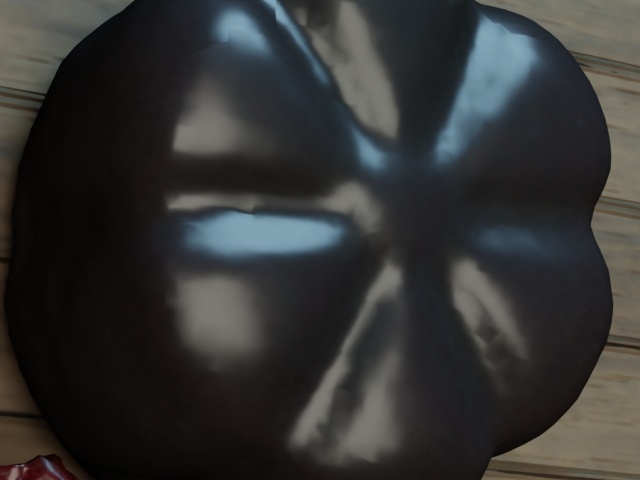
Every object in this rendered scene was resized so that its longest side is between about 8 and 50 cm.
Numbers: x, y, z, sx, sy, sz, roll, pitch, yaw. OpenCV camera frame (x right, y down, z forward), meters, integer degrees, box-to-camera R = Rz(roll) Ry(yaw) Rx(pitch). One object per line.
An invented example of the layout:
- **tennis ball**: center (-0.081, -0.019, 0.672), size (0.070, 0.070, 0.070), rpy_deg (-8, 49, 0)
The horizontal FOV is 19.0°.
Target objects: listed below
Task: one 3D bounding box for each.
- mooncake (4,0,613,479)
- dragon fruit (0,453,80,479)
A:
- **mooncake**: center (0.000, 0.000, 0.742), size (0.245, 0.133, 0.244), rpy_deg (4, 82, -30)
- **dragon fruit**: center (-0.135, 0.194, 0.668), size (0.262, 0.163, 0.189), rpy_deg (-35, 140, -27)
